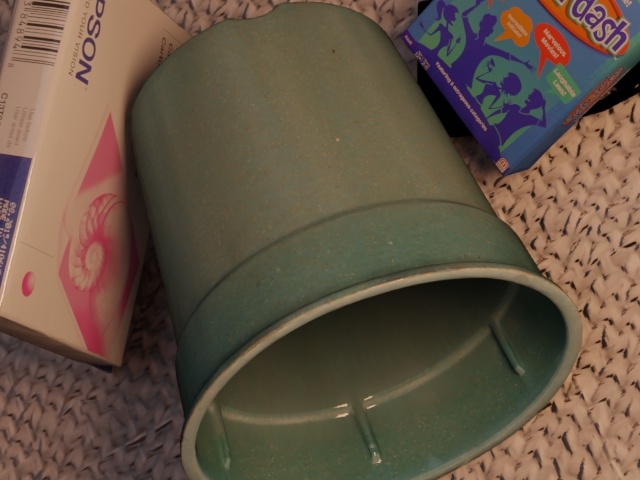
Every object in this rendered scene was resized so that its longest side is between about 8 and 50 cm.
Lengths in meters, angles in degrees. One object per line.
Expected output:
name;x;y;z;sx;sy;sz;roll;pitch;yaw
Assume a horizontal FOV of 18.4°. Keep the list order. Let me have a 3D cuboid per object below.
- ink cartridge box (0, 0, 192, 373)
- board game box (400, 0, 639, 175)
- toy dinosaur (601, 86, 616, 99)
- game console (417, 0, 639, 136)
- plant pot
ink cartridge box;-0.199;-0.059;1.776;0.071;0.330;0.324;7;80;22
board game box;0.183;-0.180;1.665;0.160;0.047;0.210;54;128;15
toy dinosaur;0.234;-0.187;1.691;0.268;0.064;0.118;-40;83;35
game console;0.189;-0.273;1.802;0.213;0.044;0.361;-7;72;25
plant pot;0.000;0.000;1.672;0.341;0.341;0.334;-32;56;15
